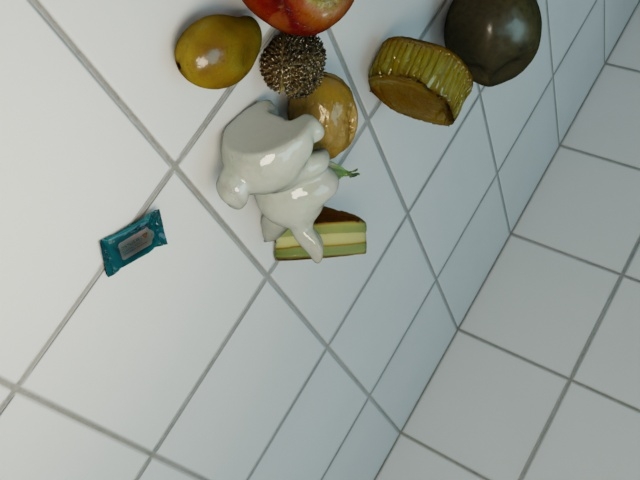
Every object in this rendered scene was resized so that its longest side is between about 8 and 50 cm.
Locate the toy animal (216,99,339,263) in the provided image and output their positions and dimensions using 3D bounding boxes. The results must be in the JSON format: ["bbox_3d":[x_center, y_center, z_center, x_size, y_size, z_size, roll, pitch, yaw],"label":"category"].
[{"bbox_3d":[-0.089,-0.105,1.675,0.241,0.196,0.367,-48,145,-16],"label":"toy animal"}]

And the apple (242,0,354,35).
[{"bbox_3d":[-0.049,-0.518,1.434,0.251,0.206,0.271,-45,143,-15],"label":"apple"}]

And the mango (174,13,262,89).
[{"bbox_3d":[-0.179,-0.354,1.446,0.227,0.099,0.136,-43,137,-50],"label":"mango"}]

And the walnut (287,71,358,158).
[{"bbox_3d":[0.006,-0.277,1.744,0.159,0.159,0.206,-40,136,-39],"label":"walnut"}]

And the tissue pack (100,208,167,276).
[{"bbox_3d":[-0.355,0.004,1.477,0.138,0.028,0.085,-36,135,-36],"label":"tissue pack"}]

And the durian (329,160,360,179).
[{"bbox_3d":[0.005,-0.146,1.884,0.215,0.100,0.086,-31,136,-45],"label":"durian"}]

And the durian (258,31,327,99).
[{"bbox_3d":[-0.046,-0.386,1.606,0.149,0.091,0.188,7,71,-23],"label":"durian"}]

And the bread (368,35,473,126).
[{"bbox_3d":[0.250,-0.400,1.956,0.142,0.254,0.227,-60,147,-5],"label":"bread"}]

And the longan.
[{"bbox_3d":[0.484,-0.589,2.193,0.288,0.289,0.350,-60,156,-12],"label":"longan"}]

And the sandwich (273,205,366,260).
[{"bbox_3d":[0.000,0.000,1.904,0.144,0.187,0.117,-47,145,-42],"label":"sandwich"}]
